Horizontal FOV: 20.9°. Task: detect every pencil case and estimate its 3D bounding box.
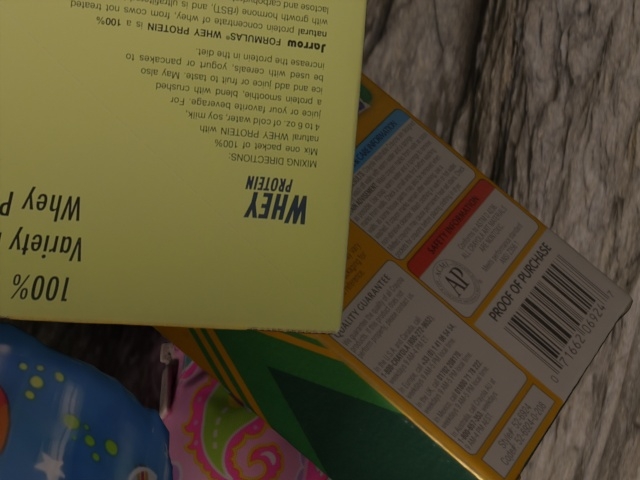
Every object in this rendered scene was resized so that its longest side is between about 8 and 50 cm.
[{"bbox_3d":[-0.061,0.172,0.998,0.124,0.124,0.284,42,57,-56],"label":"pencil case"}]

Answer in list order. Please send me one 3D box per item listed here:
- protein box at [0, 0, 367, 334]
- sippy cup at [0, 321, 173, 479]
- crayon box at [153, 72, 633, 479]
[{"bbox_3d":[-0.099,-0.067,0.773,0.200,0.136,0.201,4,91,-24],"label":"protein box"},{"bbox_3d":[-0.163,0.163,0.713,0.305,0.240,0.224,75,23,-49],"label":"sippy cup"},{"bbox_3d":[0.000,0.000,0.974,0.083,0.323,0.203,-51,176,41],"label":"crayon box"}]
